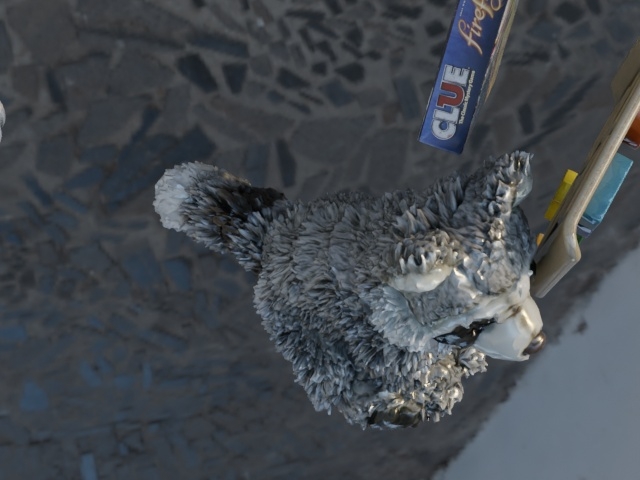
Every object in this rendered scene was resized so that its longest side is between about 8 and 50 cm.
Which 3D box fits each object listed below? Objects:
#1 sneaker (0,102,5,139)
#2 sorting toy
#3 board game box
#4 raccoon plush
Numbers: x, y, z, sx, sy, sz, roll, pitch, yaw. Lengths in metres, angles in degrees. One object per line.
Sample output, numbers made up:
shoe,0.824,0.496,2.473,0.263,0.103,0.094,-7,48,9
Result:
sneaker,-0.325,-0.089,1.013,0.105,0.115,0.281,0,171,4
sorting toy,0.250,-0.057,1.103,0.041,0.229,0.307,25,170,6
board game box,0.149,-0.195,1.108,0.042,0.243,0.165,18,115,8
raccoon plush,0.000,0.000,1.102,0.446,0.216,0.299,20,151,14
